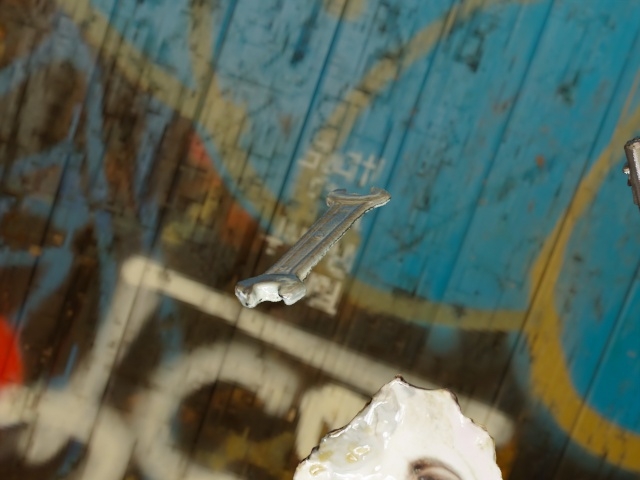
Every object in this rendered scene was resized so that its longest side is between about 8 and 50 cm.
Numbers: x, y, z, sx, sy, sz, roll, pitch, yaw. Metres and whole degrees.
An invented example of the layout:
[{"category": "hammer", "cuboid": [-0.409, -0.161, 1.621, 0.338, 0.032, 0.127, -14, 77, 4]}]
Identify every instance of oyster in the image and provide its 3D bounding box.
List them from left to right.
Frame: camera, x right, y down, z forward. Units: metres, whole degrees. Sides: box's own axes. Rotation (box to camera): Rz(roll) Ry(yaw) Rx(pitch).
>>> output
[{"category": "oyster", "cuboid": [0.083, 0.246, 1.161, 0.214, 0.223, 0.083, 39, -171, 5]}]

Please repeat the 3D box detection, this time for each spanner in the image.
[{"category": "spanner", "cuboid": [0.000, 0.000, 1.239, 0.071, 0.017, 0.302, 3, -158, 19]}]

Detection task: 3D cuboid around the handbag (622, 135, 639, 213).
[{"category": "handbag", "cuboid": [0.446, -0.028, 1.197, 0.285, 0.257, 0.113, -20, -170, 22]}]
